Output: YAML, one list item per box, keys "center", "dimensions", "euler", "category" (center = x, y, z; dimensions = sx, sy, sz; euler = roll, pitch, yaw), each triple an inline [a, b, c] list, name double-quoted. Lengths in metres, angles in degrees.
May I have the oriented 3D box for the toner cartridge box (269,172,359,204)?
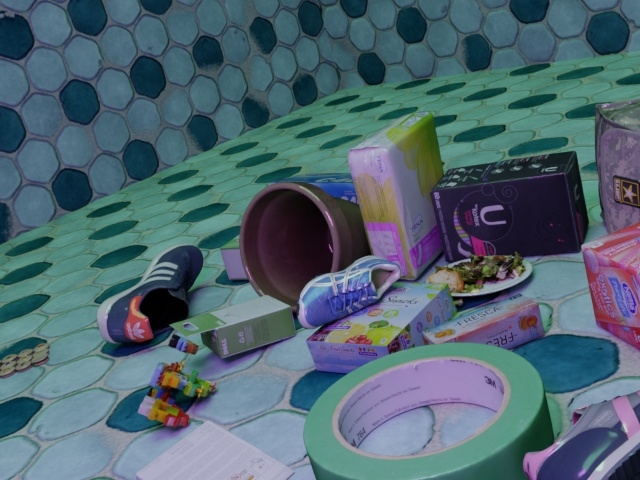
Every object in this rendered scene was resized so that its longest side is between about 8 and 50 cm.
- center: [0.062, -0.115, 1.958]
  dimensions: [0.348, 0.075, 0.165]
  euler: [3, 13, 38]
  category: "toner cartridge box"

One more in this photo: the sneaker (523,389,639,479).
- center: [0.370, 0.203, 0.953]
  dimensions: [0.319, 0.112, 0.131]
  euler: [-25, 23, -28]
  category: "sneaker"

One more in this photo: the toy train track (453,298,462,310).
- center: [0.216, 0.125, 1.477]
  dimensions: [0.083, 0.014, 0.048]
  euler: [-19, 25, 10]
  category: "toy train track"

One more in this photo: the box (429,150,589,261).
- center: [0.379, -0.065, 1.645]
  dimensions: [0.270, 0.165, 0.143]
  euler: [-7, 20, 28]
  category: "box"

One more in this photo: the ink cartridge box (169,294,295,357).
- center: [-0.166, 0.168, 1.556]
  dimensions: [0.209, 0.062, 0.109]
  euler: [-15, 15, -25]
  category: "ink cartridge box"

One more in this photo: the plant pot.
- center: [0.000, 0.000, 1.707]
  dimensions: [0.263, 0.263, 0.229]
  euler: [-1, 7, 39]
  category: "plant pot"

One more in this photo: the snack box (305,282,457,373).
- center: [0.106, 0.147, 1.407]
  dimensions: [0.174, 0.070, 0.207]
  euler: [-2, 24, 40]
  category: "snack box"

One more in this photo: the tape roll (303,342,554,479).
- center: [0.140, 0.246, 1.088]
  dimensions: [0.321, 0.077, 0.321]
  euler: [-15, 17, 5]
  category: "tape roll"

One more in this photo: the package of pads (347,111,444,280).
- center: [0.170, -0.088, 1.682]
  dimensions: [0.101, 0.296, 0.229]
  euler: [0, 24, 35]
  category: "package of pads"

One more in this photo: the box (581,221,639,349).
- center: [0.565, 0.038, 1.217]
  dimensions: [0.300, 0.142, 0.154]
  euler: [-20, 18, -10]
  category: "box"

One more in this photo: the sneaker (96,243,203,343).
- center: [-0.328, 0.119, 1.814]
  dimensions: [0.148, 0.131, 0.350]
  euler: [1, 30, 27]
  category: "sneaker"

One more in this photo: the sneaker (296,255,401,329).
- center: [0.048, 0.083, 1.408]
  dimensions: [0.211, 0.080, 0.081]
  euler: [-33, 16, -29]
  category: "sneaker"

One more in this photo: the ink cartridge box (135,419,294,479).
- center: [-0.146, 0.338, 1.156]
  dimensions: [0.179, 0.045, 0.145]
  euler: [22, 38, 34]
  category: "ink cartridge box"

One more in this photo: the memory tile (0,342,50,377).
- center: [-0.674, 0.271, 1.826]
  dimensions: [0.148, 0.012, 0.113]
  euler: [-20, 19, -10]
  category: "memory tile"

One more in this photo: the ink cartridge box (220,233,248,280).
- center: [-0.107, 0.009, 1.967]
  dimensions: [0.160, 0.092, 0.219]
  euler: [-4, 22, 33]
  category: "ink cartridge box"

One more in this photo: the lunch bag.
- center: [0.594, -0.116, 1.494]
  dimensions: [0.169, 0.235, 0.287]
  euler: [-7, 19, 11]
  category: "lunch bag"

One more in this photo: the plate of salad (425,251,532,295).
- center: [0.293, 0.056, 1.539]
  dimensions: [0.200, 0.048, 0.200]
  euler: [-12, 15, 3]
  category: "plate of salad"

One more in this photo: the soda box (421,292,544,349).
- center: [0.257, 0.147, 1.301]
  dimensions: [0.183, 0.058, 0.063]
  euler: [-19, 18, -11]
  category: "soda box"

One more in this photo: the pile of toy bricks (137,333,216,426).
- center: [-0.232, 0.242, 1.417]
  dimensions: [0.105, 0.118, 0.212]
  euler: [22, 6, -5]
  category: "pile of toy bricks"
